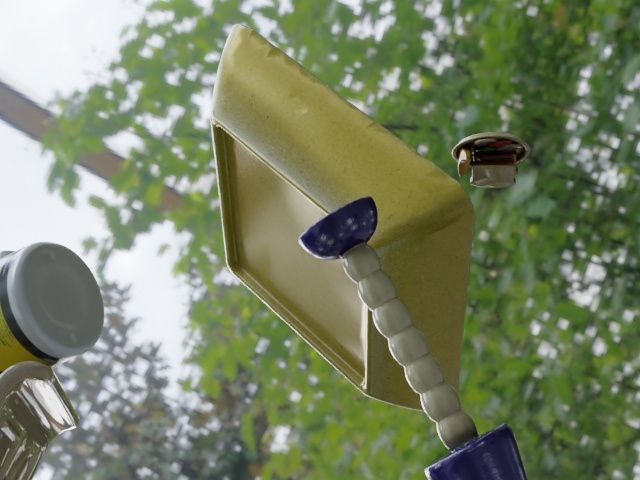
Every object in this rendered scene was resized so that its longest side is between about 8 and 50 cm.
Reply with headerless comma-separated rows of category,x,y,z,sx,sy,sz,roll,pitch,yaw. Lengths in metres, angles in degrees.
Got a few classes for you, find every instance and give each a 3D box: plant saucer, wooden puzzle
plant saucer,0.000,0.000,1.278,0.081,0.333,0.333,-34,-34,-25
wooden puzzle,-0.367,0.286,1.255,0.348,0.080,0.322,-61,-5,-18

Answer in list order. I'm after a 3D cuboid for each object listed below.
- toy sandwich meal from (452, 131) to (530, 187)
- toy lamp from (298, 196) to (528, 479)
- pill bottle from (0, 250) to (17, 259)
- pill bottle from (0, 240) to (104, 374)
toy sandwich meal,0.169,-0.079,1.275,0.085,0.085,0.029,45,-138,-62
toy lamp,0.077,0.100,1.014,0.080,0.275,0.080,-31,-10,-6
pill bottle,-0.447,0.112,1.824,0.103,0.103,0.184,51,-142,-61
pill bottle,-0.327,0.088,1.275,0.119,0.208,0.119,37,-139,-41
